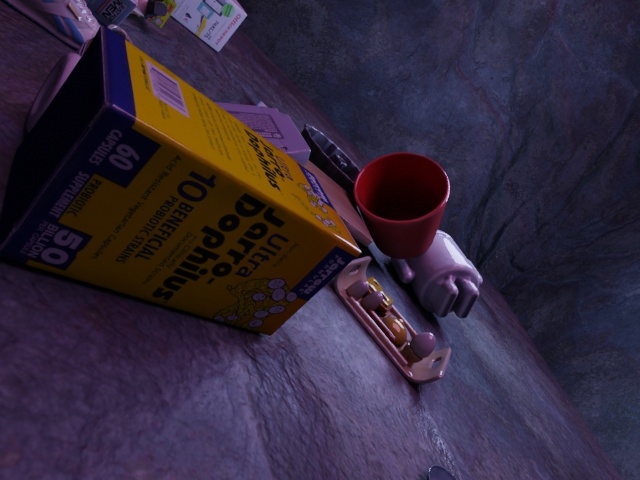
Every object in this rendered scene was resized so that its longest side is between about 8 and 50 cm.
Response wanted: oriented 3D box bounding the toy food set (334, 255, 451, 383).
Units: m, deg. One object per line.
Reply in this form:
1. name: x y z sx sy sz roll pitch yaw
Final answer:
1. toy food set: 0.175 0.165 1.019 0.306 0.092 0.220 51 18 12

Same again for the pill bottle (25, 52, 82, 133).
1. pill bottle: -0.275 -0.149 0.629 0.216 0.121 0.121 29 24 -42

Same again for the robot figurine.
1. robot figurine: 0.380 0.096 1.452 0.300 0.199 0.353 8 32 -18

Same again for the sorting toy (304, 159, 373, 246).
1. sorting toy: -0.005 -0.103 1.194 0.257 0.089 0.255 36 20 -29

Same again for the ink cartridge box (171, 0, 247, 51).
1. ink cartridge box: -0.474 -0.941 1.763 0.270 0.198 0.197 25 27 -47

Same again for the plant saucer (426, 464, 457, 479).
1. plant saucer: 0.197 0.402 0.670 0.119 0.021 0.119 42 18 -17

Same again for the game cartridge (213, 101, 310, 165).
1. game cartridge: -0.180 -0.205 0.878 0.297 0.062 0.198 -3 49 -28

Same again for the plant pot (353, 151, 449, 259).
1. plant pot: 0.247 -0.087 1.344 0.275 0.275 0.243 60 -7 37

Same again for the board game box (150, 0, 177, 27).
1. board game box: -0.533 -0.783 1.459 0.043 0.092 0.181 25 28 -48

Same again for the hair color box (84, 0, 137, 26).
1. hair color box: -0.582 -0.664 0.958 0.374 0.114 0.185 27 51 -47

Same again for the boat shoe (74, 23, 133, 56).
1. boat shoe: -0.365 -0.285 0.758 0.109 0.094 0.302 26 27 -47

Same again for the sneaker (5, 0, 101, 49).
1. sneaker: -0.476 -0.434 0.835 0.229 0.092 0.087 29 23 -47

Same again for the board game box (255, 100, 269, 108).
1. board game box: -0.197 -0.455 1.621 0.103 0.026 0.154 41 18 -17

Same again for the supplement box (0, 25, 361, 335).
1. supplement box: -0.153 -0.045 0.559 0.357 0.194 0.195 29 25 -43

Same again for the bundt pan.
1. bundt pan: 0.028 -0.229 1.484 0.331 0.124 0.331 41 19 -18

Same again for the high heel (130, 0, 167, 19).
1. high heel: -0.577 -0.690 1.233 0.261 0.093 0.186 11 15 -42
